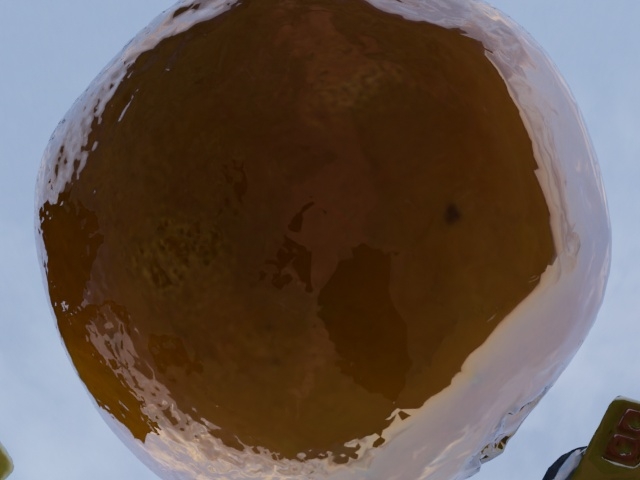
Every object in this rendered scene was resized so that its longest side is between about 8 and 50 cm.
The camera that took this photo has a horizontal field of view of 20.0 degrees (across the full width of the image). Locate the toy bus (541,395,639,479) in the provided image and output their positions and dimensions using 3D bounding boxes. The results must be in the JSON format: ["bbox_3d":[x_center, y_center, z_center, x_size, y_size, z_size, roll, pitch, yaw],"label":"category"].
[{"bbox_3d":[0.119,0.216,0.577,0.151,0.331,0.145,13,-134,23],"label":"toy bus"}]

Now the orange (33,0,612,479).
[{"bbox_3d":[0.000,0.000,0.969,0.312,0.312,0.312,0,-109,1],"label":"orange"}]

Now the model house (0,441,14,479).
[{"bbox_3d":[-0.324,0.199,1.036,0.323,0.340,0.300,-34,-77,-8],"label":"model house"}]
